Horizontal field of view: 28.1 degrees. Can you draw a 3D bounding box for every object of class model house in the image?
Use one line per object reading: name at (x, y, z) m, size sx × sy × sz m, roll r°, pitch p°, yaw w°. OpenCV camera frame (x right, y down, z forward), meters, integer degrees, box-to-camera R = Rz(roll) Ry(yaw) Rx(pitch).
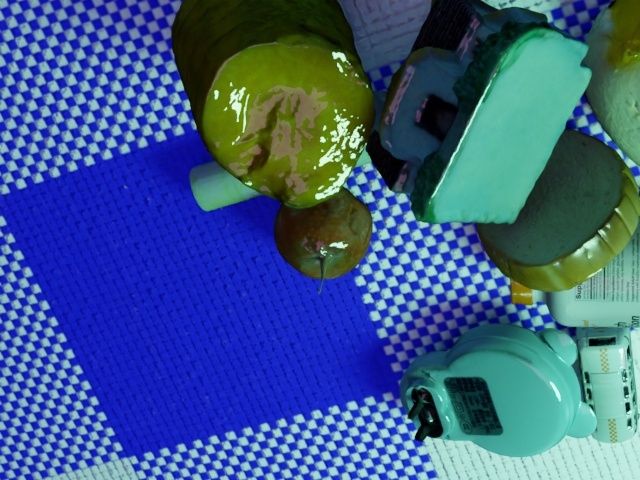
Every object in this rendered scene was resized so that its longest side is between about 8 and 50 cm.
model house at (0.160, -0.191, 1.631) m, size 0.249 × 0.230 × 0.280 m, roll 39°, pitch 113°, yaw 33°

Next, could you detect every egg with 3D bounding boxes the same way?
egg at (0.498, -0.199, 1.630) m, size 0.337 × 0.201 × 0.337 m, roll 6°, pitch 118°, yaw 12°

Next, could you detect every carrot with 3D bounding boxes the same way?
carrot at (-0.064, -0.222, 1.681) m, size 0.241 × 0.340 × 0.241 m, roll -8°, pitch 128°, yaw -10°

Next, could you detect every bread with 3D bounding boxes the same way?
bread at (0.318, -0.041, 1.721) m, size 0.236 × 0.236 × 0.070 m, roll -25°, pitch 132°, yaw 21°

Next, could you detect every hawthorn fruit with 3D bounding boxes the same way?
hawthorn fruit at (0.010, -0.012, 1.837) m, size 0.149 × 0.189 × 0.149 m, roll -2°, pitch 99°, yaw -15°

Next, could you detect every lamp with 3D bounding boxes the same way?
lamp at (0.254, 0.224, 1.902) m, size 0.284 × 0.147 × 0.209 m, roll -14°, pitch 109°, yaw 15°

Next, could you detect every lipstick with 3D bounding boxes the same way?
lipstick at (-0.041, -0.115, 1.851) m, size 0.304 × 0.076 × 0.076 m, roll -17°, pitch 110°, yaw 18°

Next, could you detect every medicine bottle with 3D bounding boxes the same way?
medicine bottle at (0.410, 0.044, 1.781) m, size 0.289 × 0.157 × 0.157 m, roll 0°, pitch 114°, yaw 12°

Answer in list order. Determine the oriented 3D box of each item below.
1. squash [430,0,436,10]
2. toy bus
squash at (0.198, -0.244, 1.741) m, size 0.094 × 0.094 × 0.224 m, roll -18°, pitch 103°, yaw 19°
toy bus at (0.426, 0.214, 1.894) m, size 0.087 × 0.089 × 0.194 m, roll -5°, pitch 114°, yaw 14°
